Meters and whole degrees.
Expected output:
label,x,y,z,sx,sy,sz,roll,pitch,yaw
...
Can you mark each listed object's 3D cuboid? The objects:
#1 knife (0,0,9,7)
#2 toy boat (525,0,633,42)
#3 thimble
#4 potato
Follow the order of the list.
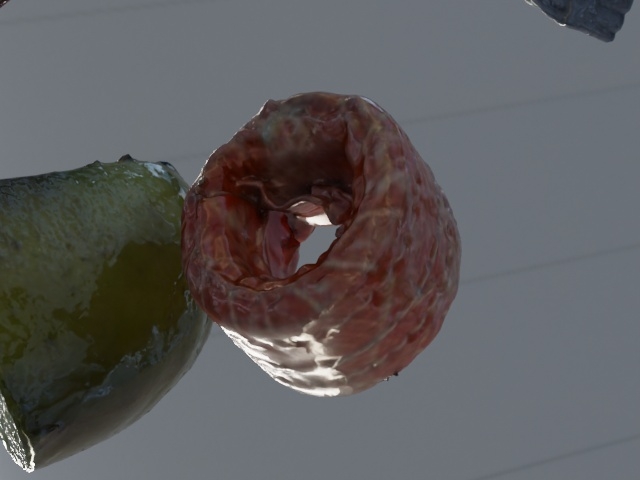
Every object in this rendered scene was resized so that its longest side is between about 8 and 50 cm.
label,x,y,z,sx,sy,sz,roll,pitch,yaw
knife,-0.092,-0.183,0.686,0.247,0.035,0.018,-40,-72,0
toy boat,0.261,-0.332,1.565,0.127,0.078,0.283,10,-148,-32
thimble,0.000,0.000,1.150,0.239,0.162,0.239,-16,-125,24
potato,-0.201,0.080,1.285,0.280,0.330,0.213,-26,-130,-22
